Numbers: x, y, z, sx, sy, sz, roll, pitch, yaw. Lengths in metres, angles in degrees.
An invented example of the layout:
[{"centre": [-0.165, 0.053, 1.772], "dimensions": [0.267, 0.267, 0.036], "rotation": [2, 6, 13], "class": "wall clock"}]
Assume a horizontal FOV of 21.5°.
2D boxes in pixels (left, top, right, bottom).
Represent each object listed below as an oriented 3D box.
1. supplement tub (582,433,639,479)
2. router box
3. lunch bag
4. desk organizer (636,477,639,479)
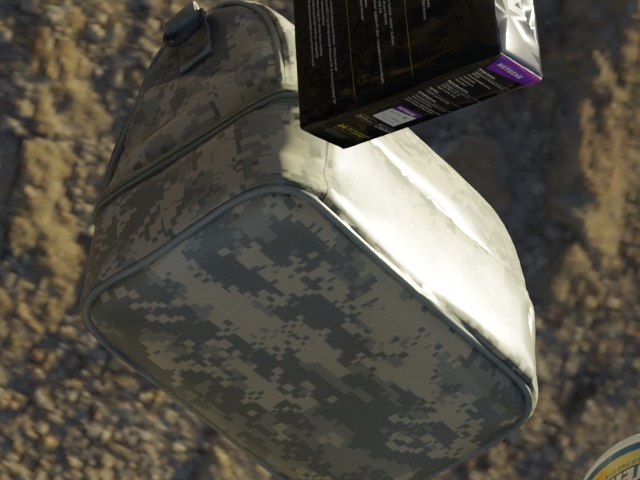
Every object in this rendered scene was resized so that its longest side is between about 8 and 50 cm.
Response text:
[{"centre": [0.244, 0.230, 1.129], "dimensions": [0.200, 0.144, 0.144], "rotation": [-76, 167, -69], "class": "supplement tub"}, {"centre": [0.047, -0.154, 0.928], "dimensions": [0.046, 0.133, 0.179], "rotation": [20, 60, -49], "class": "router box"}, {"centre": [0.000, 0.000, 1.168], "dimensions": [0.305, 0.212, 0.256], "rotation": [40, 34, -31], "class": "lunch bag"}, {"centre": [0.085, 0.124, 0.556], "dimensions": [0.130, 0.050, 0.047], "rotation": [-32, 87, -12], "class": "desk organizer"}]
